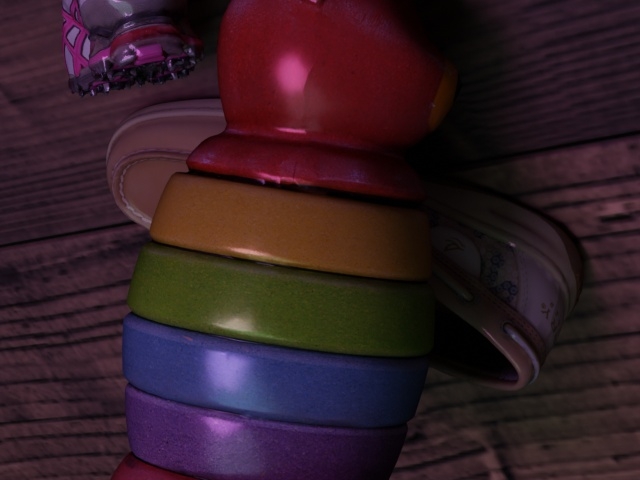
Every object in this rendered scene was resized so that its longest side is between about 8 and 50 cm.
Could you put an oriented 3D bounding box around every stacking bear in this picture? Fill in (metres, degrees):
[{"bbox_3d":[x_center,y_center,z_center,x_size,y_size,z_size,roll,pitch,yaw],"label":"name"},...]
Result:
[{"bbox_3d":[-0.008,0.005,0.842,0.164,0.175,0.289,9,91,11],"label":"stacking bear"}]

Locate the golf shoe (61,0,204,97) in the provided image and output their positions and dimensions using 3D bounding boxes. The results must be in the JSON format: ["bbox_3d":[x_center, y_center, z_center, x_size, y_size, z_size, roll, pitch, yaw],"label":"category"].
[{"bbox_3d":[-0.100,-0.121,0.889,0.186,0.067,0.086,171,87,-76],"label":"golf shoe"}]

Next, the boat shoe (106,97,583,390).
[{"bbox_3d":[0.000,0.000,0.953,0.285,0.089,0.105,16,136,16],"label":"boat shoe"}]
